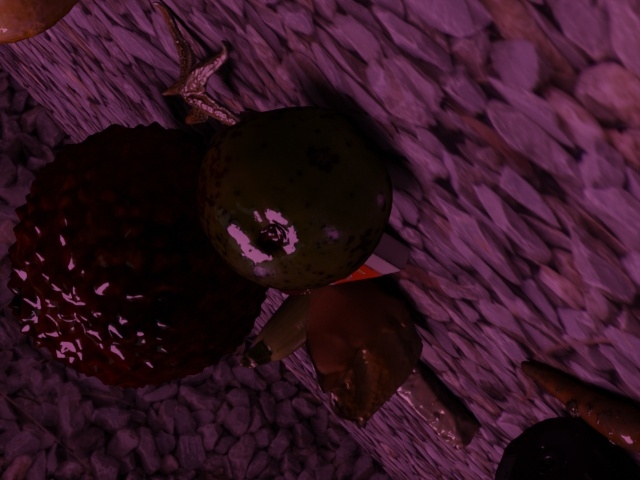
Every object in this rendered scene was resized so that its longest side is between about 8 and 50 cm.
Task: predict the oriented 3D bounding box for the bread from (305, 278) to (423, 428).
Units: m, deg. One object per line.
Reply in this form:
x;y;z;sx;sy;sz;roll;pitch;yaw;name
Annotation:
0.072;0.130;1.726;0.251;0.133;0.174;-84;-30;-44;bread

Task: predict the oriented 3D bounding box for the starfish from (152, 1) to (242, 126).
-0.160;-0.206;1.526;0.216;0.050;0.223;65;151;5;starfish

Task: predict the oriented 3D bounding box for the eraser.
0.000;0.000;1.575;0.157;0.038;0.230;31;162;-17;eraser

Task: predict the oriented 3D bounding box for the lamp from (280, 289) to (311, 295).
-0.029;0.040;1.848;0.090;0.101;0.101;55;174;27;lamp

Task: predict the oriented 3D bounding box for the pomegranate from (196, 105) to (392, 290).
-0.026;-0.060;1.338;0.214;0.214;0.248;49;-158;-16;pomegranate

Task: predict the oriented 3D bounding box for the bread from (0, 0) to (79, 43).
-0.437;-0.373;1.697;0.197;0.197;0.170;36;152;37;bread

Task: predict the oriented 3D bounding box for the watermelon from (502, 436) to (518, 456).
0.305;0.328;1.738;0.078;0.078;0.110;34;165;44;watermelon

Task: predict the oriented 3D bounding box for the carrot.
0.296;0.180;1.365;0.049;0.049;0.254;51;171;-24;carrot

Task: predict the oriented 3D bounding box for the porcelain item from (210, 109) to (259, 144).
-0.054;-0.075;1.618;0.081;0.069;0.215;-1;135;49;porcelain item

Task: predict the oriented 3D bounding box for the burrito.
0.170;0.250;1.972;0.229;0.063;0.058;45;-164;-4;burrito

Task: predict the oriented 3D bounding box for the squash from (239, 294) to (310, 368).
-0.042;0.127;1.902;0.094;0.224;0.094;42;161;18;squash

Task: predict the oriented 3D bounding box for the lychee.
-0.272;0.022;1.902;0.424;0.424;0.500;43;-156;11;lychee

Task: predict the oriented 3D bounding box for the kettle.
0.361;0.341;1.510;0.202;0.144;0.232;-20;126;43;kettle
